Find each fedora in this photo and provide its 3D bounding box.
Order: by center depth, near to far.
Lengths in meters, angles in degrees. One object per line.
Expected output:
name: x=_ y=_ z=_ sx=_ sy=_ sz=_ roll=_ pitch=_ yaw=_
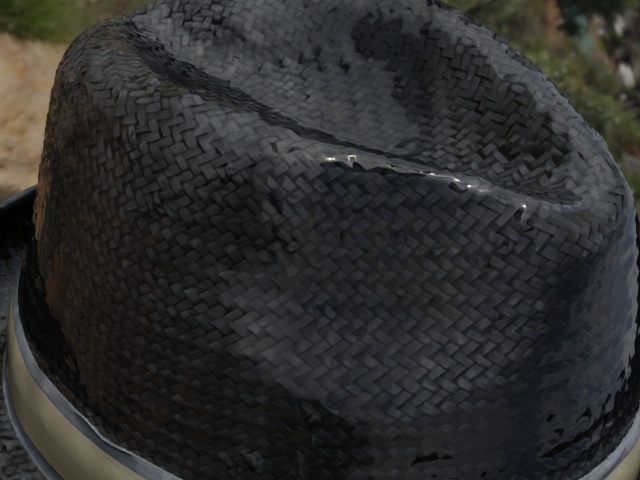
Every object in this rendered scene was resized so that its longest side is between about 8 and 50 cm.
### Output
fedora: x=0.000 y=0.000 z=0.492 sx=0.334 sy=0.334 sz=0.152 roll=-59 pitch=157 yaw=-53
